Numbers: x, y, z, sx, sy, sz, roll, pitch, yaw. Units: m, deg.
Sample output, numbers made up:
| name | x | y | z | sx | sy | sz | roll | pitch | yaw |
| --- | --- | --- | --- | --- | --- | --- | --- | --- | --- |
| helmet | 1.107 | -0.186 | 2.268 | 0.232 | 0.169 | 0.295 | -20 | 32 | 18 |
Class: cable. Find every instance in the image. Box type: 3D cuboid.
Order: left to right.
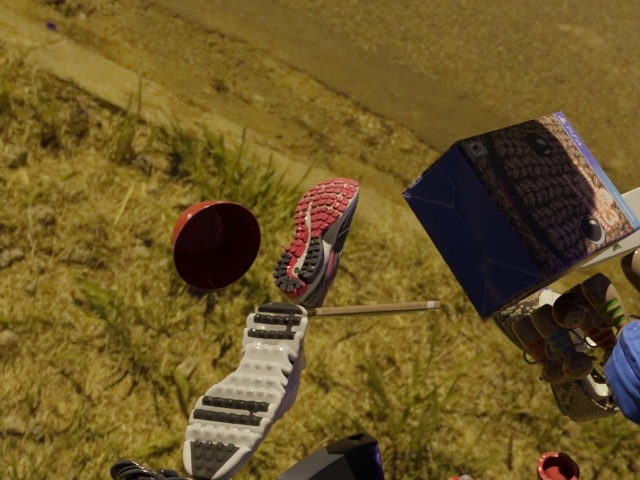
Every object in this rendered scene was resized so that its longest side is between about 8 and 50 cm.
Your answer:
| name | x | y | z | sx | sy | sz | roll | pitch | yaw |
| --- | --- | --- | --- | --- | --- | --- | --- | --- | --- |
| cable | -0.170 | 0.304 | 0.927 | 0.150 | 0.184 | 0.047 | 36 | 68 | -36 |

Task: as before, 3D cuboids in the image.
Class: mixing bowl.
| name | x | y | z | sx | sy | sz | roll | pitch | yaw |
| --- | --- | --- | --- | --- | --- | --- | --- | --- | --- |
| mixing bowl | -0.217 | -0.006 | 1.464 | 0.181 | 0.182 | 0.098 | -4 | 26 | -34 |

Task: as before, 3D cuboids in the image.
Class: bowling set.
| name | x | y | z | sx | sy | sz | roll | pitch | yaw |
| --- | --- | --- | --- | --- | --- | --- | --- | --- | --- |
| bowling set | 0.416 | 0.148 | 1.172 | 0.200 | 0.287 | 0.154 | -13 | 69 | -56 |

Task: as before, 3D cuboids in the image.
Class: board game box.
| name | x | y | z | sx | sy | sz | roll | pitch | yaw |
| --- | --- | --- | --- | --- | --- | --- | --- | --- | --- |
| board game box | 0.313 | -0.046 | 1.166 | 0.291 | 0.141 | 0.232 | -20 | 73 | -41 |

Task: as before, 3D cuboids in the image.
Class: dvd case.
| name | x | y | z | sx | sy | sz | roll | pitch | yaw |
| --- | --- | --- | --- | --- | --- | --- | --- | --- | --- |
| dvd case | 0.090 | 0.130 | 1.394 | 0.221 | 0.164 | 0.018 | -3 | 82 | -9 |

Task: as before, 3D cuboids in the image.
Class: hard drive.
| name | x | y | z | sx | sy | sz | roll | pitch | yaw |
| --- | --- | --- | --- | --- | --- | --- | --- | --- | --- |
| hard drive | 0.033 | 0.463 | 1.381 | 0.254 | 0.054 | 0.172 | -11 | 90 | -50 |

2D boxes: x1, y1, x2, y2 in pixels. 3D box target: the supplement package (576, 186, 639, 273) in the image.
| name | x | y | z | sx | sy | sz | roll | pitch | yaw |
| --- | --- | --- | --- | --- | --- | --- | --- | --- | --- |
| supplement package | 0.559 | -0.020 | 1.452 | 0.105 | 0.179 | 0.105 | 27 | 41 | -74 |

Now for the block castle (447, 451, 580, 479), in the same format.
| name | x | y | z | sx | sy | sz | roll | pitch | yaw |
| --- | --- | --- | --- | --- | --- | --- | --- | --- | --- |
| block castle | 0.424 | 0.628 | 1.410 | 0.302 | 0.213 | 0.453 | -11 | 38 | -9 |

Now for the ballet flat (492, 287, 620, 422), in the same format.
| name | x | y | z | sx | sy | sz | roll | pitch | yaw |
| --- | --- | --- | --- | --- | --- | --- | --- | --- | --- |
| ballet flat | 0.548 | 0.232 | 1.693 | 0.483 | 0.182 | 0.164 | 51 | 42 | -27 |

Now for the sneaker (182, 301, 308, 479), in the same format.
| name | x | y | z | sx | sy | sz | roll | pitch | yaw |
| --- | --- | --- | --- | --- | --- | --- | --- | --- | --- |
| sneaker | -0.084 | 0.216 | 1.020 | 0.110 | 0.118 | 0.292 | 8 | 40 | 22 |

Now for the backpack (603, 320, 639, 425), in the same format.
| name | x | y | z | sx | sy | sz | roll | pitch | yaw |
| --- | --- | --- | --- | --- | --- | --- | --- | --- | --- |
| backpack | 0.319 | 0.113 | 0.667 | 0.120 | 0.101 | 0.098 | 7 | 28 | -3 |

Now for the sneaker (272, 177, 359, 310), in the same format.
| name | x | y | z | sx | sy | sz | roll | pitch | yaw |
| --- | --- | --- | --- | --- | --- | --- | --- | --- | --- |
| sneaker | 0.000 | 0.000 | 1.547 | 0.112 | 0.120 | 0.299 | 52 | 56 | -46 |
